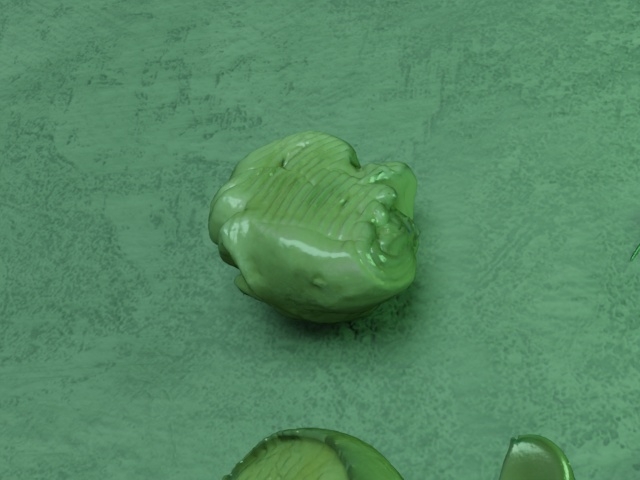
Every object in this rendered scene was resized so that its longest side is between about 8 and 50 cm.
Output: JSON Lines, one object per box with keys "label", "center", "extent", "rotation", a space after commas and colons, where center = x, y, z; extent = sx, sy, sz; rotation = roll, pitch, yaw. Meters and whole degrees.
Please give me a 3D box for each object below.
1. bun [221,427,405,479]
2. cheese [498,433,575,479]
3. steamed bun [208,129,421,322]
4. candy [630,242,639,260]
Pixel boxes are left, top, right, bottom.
{"label": "bun", "center": [0.001, 0.434, 1.439], "extent": [0.364, 0.202, 0.364], "rotation": [-30, 47, 38]}
{"label": "cheese", "center": [0.233, 0.297, 1.219], "extent": [0.092, 0.047, 0.171], "rotation": [2, 51, 21]}
{"label": "steamed bun", "center": [0.000, 0.000, 1.779], "extent": [0.352, 0.247, 0.339], "rotation": [10, 40, 18]}
{"label": "candy", "center": [0.521, -0.018, 1.735], "extent": [0.123, 0.035, 0.035], "rotation": [-53, 22, -12]}
